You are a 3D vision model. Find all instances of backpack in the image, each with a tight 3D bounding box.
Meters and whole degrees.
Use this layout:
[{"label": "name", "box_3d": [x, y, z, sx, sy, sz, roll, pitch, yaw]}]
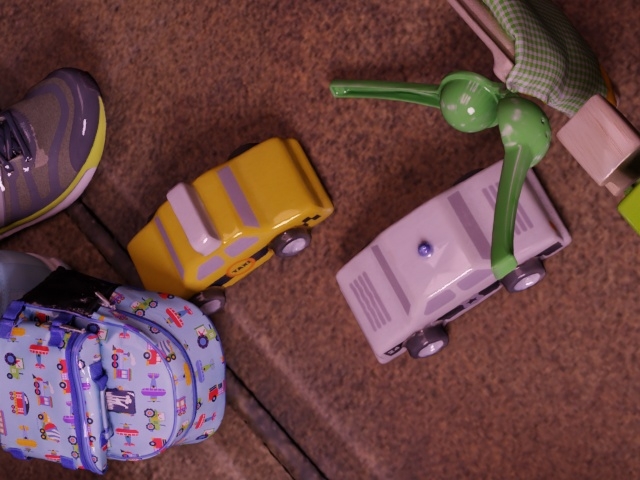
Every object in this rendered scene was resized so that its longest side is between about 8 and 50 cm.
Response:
[{"label": "backpack", "box_3d": [-0.171, 0.115, 1.203, 0.173, 0.117, 0.158, 10, 113, 20]}]

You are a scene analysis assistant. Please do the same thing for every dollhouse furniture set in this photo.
[{"label": "dollhouse furniture set", "box_3d": [0.216, -0.141, 1.029, 0.151, 0.197, 0.301, -44, 64, 14]}]

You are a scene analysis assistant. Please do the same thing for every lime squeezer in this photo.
[{"label": "lime squeezer", "box_3d": [0.112, -0.079, 1.122, 0.110, 0.059, 0.310, -46, 38, 7]}]

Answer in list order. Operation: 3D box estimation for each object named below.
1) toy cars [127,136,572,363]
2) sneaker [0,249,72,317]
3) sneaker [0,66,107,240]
[{"label": "toy cars", "box_3d": [0.000, 0.000, 1.172, 0.393, 0.087, 0.176, 7, 83, 28]}, {"label": "sneaker", "box_3d": [-0.400, 0.100, 1.319, 0.366, 0.150, 0.135, -32, 66, 18]}, {"label": "sneaker", "box_3d": [-0.320, -0.054, 1.327, 0.300, 0.121, 0.111, -39, 65, 15]}]
